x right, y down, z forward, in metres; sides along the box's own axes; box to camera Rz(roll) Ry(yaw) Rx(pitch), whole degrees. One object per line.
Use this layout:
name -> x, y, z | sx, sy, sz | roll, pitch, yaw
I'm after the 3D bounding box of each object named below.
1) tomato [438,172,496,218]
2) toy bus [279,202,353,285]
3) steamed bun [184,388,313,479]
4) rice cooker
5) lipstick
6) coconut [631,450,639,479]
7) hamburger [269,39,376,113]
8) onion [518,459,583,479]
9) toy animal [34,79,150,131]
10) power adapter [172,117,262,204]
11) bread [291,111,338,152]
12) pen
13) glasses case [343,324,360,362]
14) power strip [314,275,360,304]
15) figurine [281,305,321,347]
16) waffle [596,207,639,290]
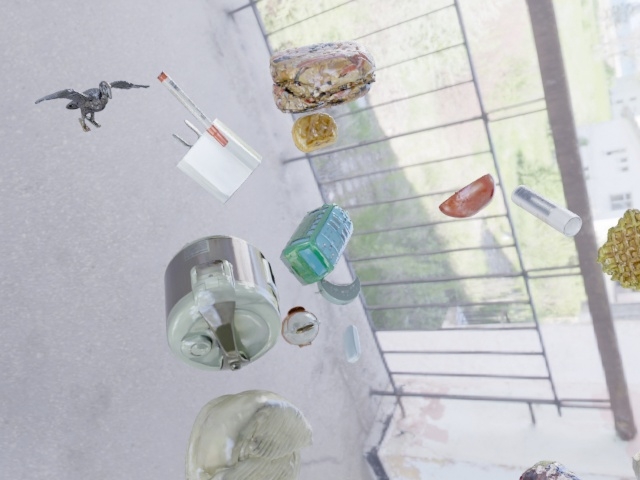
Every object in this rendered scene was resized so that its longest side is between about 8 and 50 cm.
tomato -> 0.424, -0.112, 1.559 | 0.082, 0.174, 0.166 | 57, 8, 7
toy bus -> 0.000, 0.000, 2.196 | 0.184, 0.199, 0.344 | 50, 39, -19
steamed bun -> -0.190, 0.504, 1.343 | 0.324, 0.219, 0.310 | 30, 78, -50
rice cooker -> -0.274, 0.179, 1.548 | 0.335, 0.335, 0.325 | 52, 11, -39
lipstick -> 0.396, -0.056, 0.976 | 0.040, 0.040, 0.141 | 54, -1, -38
coconut -> 0.622, 0.419, 0.984 | 0.124, 0.110, 0.110 | 27, 59, -77
hamburger -> 0.003, -0.340, 1.130 | 0.231, 0.230, 0.107 | -52, 139, -49
onion -> 0.450, 0.535, 1.008 | 0.216, 0.206, 0.207 | 7, 107, -52
toy animal -> -0.387, -0.237, 0.933 | 0.062, 0.108, 0.220 | 54, 41, 2
power adapter -> -0.332, -0.261, 1.686 | 0.255, 0.187, 0.124 | 40, 17, -16
bread -> -0.013, -0.242, 1.227 | 0.110, 0.044, 0.083 | -22, 88, -21
pen -> -0.319, -0.329, 1.393 | 0.239, 0.028, 0.028 | 47, 45, -31
glasses case -> 0.134, 0.443, 2.366 | 0.045, 0.067, 0.179 | 29, 34, -30
power strip -> 0.068, 0.200, 2.263 | 0.215, 0.044, 0.137 | 3, 55, -23
figurine -> -0.065, 0.308, 1.908 | 0.271, 0.143, 0.143 | -154, -130, -75
waffle -> 0.952, 0.030, 1.629 | 0.052, 0.254, 0.245 | 12, 108, -33
